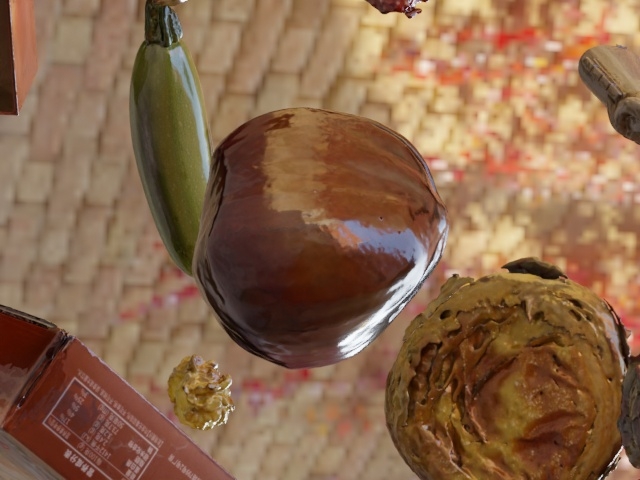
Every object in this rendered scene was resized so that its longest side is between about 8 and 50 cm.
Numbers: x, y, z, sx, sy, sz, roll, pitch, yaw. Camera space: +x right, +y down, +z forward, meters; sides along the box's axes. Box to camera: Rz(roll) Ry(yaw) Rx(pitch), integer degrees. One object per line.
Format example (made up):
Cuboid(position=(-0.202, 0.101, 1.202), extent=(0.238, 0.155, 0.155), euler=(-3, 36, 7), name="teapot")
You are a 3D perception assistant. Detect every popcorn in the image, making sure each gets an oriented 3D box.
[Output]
Cuboid(position=(-0.127, 0.159, 2.103), extent=(0.082, 0.057, 0.083), euler=(30, -52, 57), name="popcorn")

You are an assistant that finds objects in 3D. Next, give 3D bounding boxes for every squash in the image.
Cuboid(position=(-0.170, -0.114, 2.270), extent=(0.094, 0.094, 0.341), euler=(-145, -138, -70), name="squash")

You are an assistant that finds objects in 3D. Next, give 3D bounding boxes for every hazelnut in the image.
Cuboid(position=(0.000, 0.000, 1.633), extent=(0.251, 0.217, 0.217), euler=(-62, 160, -74), name="hazelnut")

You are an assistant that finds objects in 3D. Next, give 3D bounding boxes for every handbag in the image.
Cuboid(position=(-0.362, -0.256, 2.292), extent=(0.127, 0.063, 0.190), euler=(-82, 173, -60), name="handbag")

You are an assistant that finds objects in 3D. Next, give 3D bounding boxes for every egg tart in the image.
Cuboid(position=(0.216, 0.163, 2.193), extent=(0.132, 0.297, 0.297), euler=(3, 89, -70), name="egg tart")

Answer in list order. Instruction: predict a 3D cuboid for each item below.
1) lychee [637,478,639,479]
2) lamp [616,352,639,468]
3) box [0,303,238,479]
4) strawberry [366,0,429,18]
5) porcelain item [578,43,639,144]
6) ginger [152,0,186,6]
Cuboid(position=(0.397, 0.319, 2.034), extent=(0.188, 0.188, 0.188), euler=(-178, -90, -73), name="lychee")
Cuboid(position=(0.352, 0.152, 1.609), extent=(0.215, 0.151, 0.223), euler=(51, -41, -2), name="lamp")
Cuboid(position=(-0.281, 0.212, 2.132), extent=(0.344, 0.385, 0.122), euler=(13, -116, 47), name="box")
Cuboid(position=(0.057, -0.313, 1.864), extent=(0.228, 0.174, 0.098), euler=(-70, 175, -45), name="strawberry")
Cuboid(position=(0.313, -0.120, 1.904), extent=(0.213, 0.084, 0.054), euler=(-114, -139, -58), name="porcelain item")
Cuboid(position=(-0.117, -0.423, 2.231), extent=(0.152, 0.274, 0.357), euler=(55, 37, -68), name="ginger")
